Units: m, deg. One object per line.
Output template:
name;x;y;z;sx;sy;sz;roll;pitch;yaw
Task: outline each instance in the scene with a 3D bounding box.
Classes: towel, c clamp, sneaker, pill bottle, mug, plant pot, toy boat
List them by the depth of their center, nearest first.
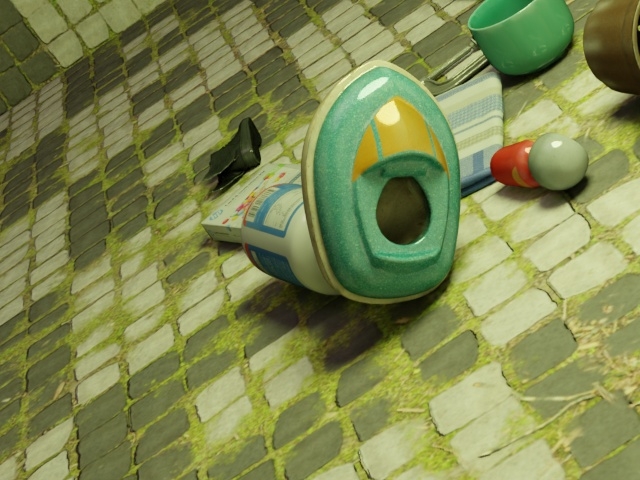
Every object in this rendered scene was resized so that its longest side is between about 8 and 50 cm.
toy boat;0.134;-0.073;1.636;0.318;0.267;0.148;-9;4;-24
plant pot;0.386;-0.229;1.663;0.167;0.167;0.165;-39;15;-10
pill bottle;0.000;0.000;1.785;0.124;0.124;0.221;-41;23;-15
towel;0.148;-0.114;1.930;0.209;0.034;0.285;-25;26;18
mug;0.283;-0.292;2.012;0.129;0.097;0.157;-18;27;38
c clamp;0.195;-0.257;2.170;0.161;0.022;0.137;-35;21;1
sneaker;-0.142;-0.139;2.375;0.089;0.051;0.170;-26;26;10

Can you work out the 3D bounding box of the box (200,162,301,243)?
box;-0.071;-0.053;2.113;0.145;0.038;0.186;-43;22;-20
